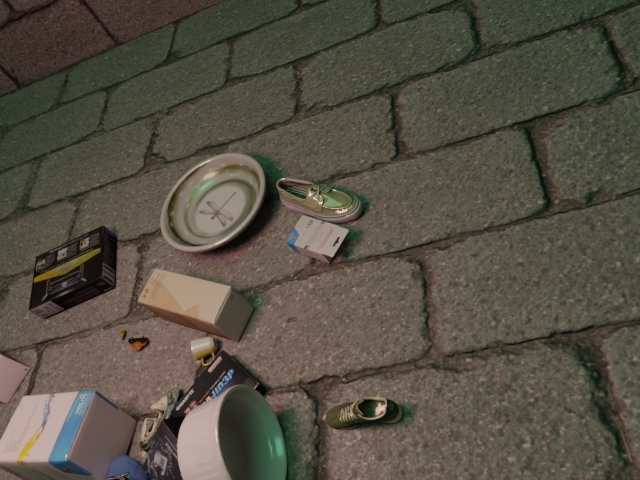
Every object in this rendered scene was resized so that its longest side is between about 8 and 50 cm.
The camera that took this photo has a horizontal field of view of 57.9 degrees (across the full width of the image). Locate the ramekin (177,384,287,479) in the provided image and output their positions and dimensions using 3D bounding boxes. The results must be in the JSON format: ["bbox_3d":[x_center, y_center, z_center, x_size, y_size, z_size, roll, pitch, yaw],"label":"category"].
[{"bbox_3d":[-0.207,0.492,1.353,0.135,0.277,0.277,-25,50,20],"label":"ramekin"}]

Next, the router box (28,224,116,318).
[{"bbox_3d":[-0.883,0.113,2.071,0.309,0.081,0.243,-23,51,11],"label":"router box"}]

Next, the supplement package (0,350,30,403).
[{"bbox_3d":[-1.127,0.430,1.942,0.244,0.134,0.139,12,65,32],"label":"supplement package"}]

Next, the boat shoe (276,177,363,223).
[{"bbox_3d":[-0.013,-0.127,1.788,0.302,0.094,0.109,11,64,32],"label":"boat shoe"}]

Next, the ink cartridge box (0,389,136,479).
[{"bbox_3d":[-0.698,0.550,1.586,0.270,0.198,0.197,-9,46,21],"label":"ink cartridge box"}]

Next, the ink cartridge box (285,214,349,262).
[{"bbox_3d":[0.000,0.000,1.716,0.180,0.060,0.104,19,68,35],"label":"ink cartridge box"}]

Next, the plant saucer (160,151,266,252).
[{"bbox_3d":[-0.344,-0.113,1.942,0.400,0.100,0.400,-13,54,19],"label":"plant saucer"}]

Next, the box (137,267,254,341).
[{"bbox_3d":[-0.371,0.189,1.721,0.311,0.148,0.121,9,64,33],"label":"box"}]

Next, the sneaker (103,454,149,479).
[{"bbox_3d":[-0.480,0.613,1.402,0.130,0.147,0.330,-25,20,-14],"label":"sneaker"}]

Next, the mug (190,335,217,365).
[{"bbox_3d":[-0.332,0.315,1.680,0.064,0.078,0.062,-20,18,2],"label":"mug"}]

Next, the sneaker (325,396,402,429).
[{"bbox_3d":[0.092,0.404,1.376,0.192,0.086,0.064,-11,54,20],"label":"sneaker"}]

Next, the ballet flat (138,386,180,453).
[{"bbox_3d":[-0.448,0.489,1.598,0.070,0.070,0.188,0,58,27],"label":"ballet flat"}]

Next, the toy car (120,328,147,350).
[{"bbox_3d":[-0.590,0.315,1.827,0.122,0.060,0.040,20,113,53],"label":"toy car"}]

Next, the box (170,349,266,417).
[{"bbox_3d":[-0.277,0.433,1.565,0.175,0.051,0.220,32,77,38],"label":"box"}]

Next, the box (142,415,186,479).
[{"bbox_3d":[-0.352,0.556,1.454,0.156,0.093,0.158,34,106,39],"label":"box"}]
